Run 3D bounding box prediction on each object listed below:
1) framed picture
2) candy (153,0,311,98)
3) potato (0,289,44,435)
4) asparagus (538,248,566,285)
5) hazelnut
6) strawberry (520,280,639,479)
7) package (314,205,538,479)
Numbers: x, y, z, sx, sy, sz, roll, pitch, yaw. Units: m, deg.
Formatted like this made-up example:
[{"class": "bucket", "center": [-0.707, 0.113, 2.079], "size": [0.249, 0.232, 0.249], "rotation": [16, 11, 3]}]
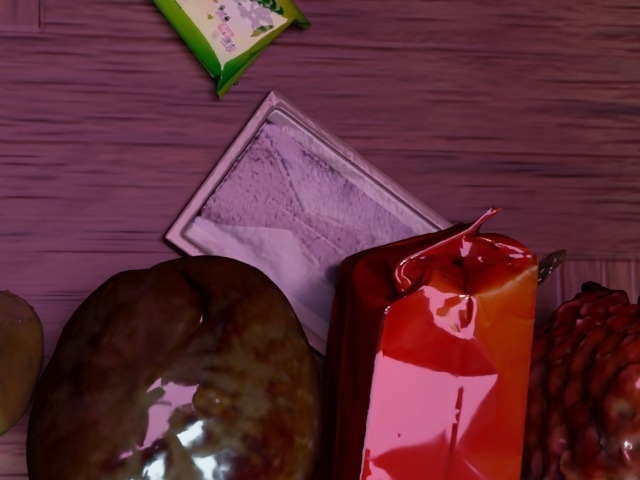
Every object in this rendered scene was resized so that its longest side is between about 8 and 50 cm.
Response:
[{"class": "framed picture", "center": [0.000, 0.000, 1.410], "size": [0.203, 0.015, 0.150], "rotation": [38, 76, -7]}, {"class": "candy", "center": [-0.095, -0.208, 1.403], "size": [0.102, 0.032, 0.178], "rotation": [-38, 93, -14]}, {"class": "potato", "center": [-0.285, 0.104, 1.297], "size": [0.188, 0.085, 0.105], "rotation": [-18, 86, -10]}, {"class": "asparagus", "center": [0.138, 0.057, 1.435], "size": [0.163, 0.016, 0.016], "rotation": [-38, 74, -14]}, {"class": "hazelnut", "center": [-0.095, 0.126, 1.276], "size": [0.218, 0.218, 0.234], "rotation": [25, 76, -9]}, {"class": "strawberry", "center": [0.211, 0.174, 1.314], "size": [0.150, 0.280, 0.253], "rotation": [-20, 98, -12]}, {"class": "package", "center": [0.065, 0.186, 1.302], "size": [0.123, 0.196, 0.424], "rotation": [6, 88, -7]}]
